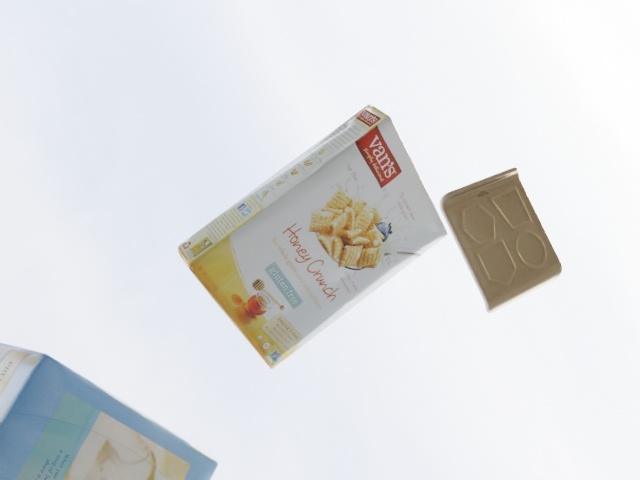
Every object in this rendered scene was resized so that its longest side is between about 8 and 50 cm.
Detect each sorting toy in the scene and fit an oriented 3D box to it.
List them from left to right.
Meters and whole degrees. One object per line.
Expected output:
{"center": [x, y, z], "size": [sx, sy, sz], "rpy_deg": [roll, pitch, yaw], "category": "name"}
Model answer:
{"center": [0.302, -0.003, 1.339], "size": [0.193, 0.038, 0.208], "rpy_deg": [-21, -92, -32], "category": "sorting toy"}

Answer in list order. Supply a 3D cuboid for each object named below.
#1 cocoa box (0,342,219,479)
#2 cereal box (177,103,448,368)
{"center": [-0.303, 0.290, 0.721], "size": [0.231, 0.228, 0.347], "rpy_deg": [44, -119, -35], "category": "cocoa box"}
{"center": [0.000, 0.000, 0.805], "size": [0.240, 0.047, 0.173], "rpy_deg": [-37, -52, -5], "category": "cereal box"}
